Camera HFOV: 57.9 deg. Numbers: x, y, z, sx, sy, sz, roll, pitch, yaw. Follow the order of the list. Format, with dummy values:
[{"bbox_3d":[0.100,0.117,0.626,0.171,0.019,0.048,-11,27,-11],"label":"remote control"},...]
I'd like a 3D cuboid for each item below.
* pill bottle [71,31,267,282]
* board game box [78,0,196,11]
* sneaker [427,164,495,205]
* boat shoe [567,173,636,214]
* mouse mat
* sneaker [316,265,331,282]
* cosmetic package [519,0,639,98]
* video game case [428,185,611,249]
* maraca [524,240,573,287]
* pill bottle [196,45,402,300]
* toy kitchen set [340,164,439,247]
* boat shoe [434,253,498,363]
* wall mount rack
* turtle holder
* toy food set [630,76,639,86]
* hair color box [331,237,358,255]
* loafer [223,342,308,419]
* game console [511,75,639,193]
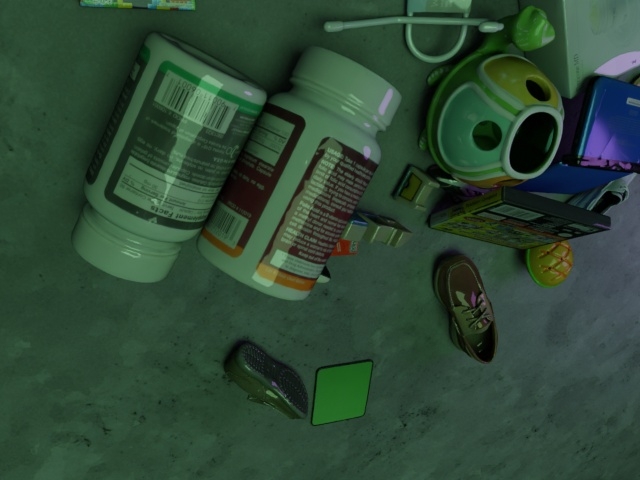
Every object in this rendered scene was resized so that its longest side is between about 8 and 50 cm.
[{"bbox_3d":[-0.252,-0.126,0.935,0.204,0.204,0.360,22,107,-30],"label":"pill bottle"},{"bbox_3d":[-0.275,-0.420,0.861,0.171,0.048,0.140,-5,116,-19],"label":"board game box"},{"bbox_3d":[0.306,-0.105,1.253,0.178,0.072,0.077,13,122,-21],"label":"sneaker"},{"bbox_3d":[0.693,-0.110,1.392,0.227,0.081,0.079,-41,124,-2],"label":"boat shoe"},{"bbox_3d":[0.054,0.383,1.452,0.153,0.007,0.189,-4,119,-20],"label":"mouse mat"},{"bbox_3d":[-0.058,0.065,1.214,0.161,0.057,0.075,19,125,-31],"label":"sneaker"},{"bbox_3d":[0.524,-0.432,1.121,0.225,0.138,0.224,-25,123,-5],"label":"cosmetic package"},{"bbox_3d":[0.413,-0.039,1.228,0.275,0.248,0.035,12,74,-22],"label":"video game case"},{"bbox_3d":[0.551,0.023,1.405,0.127,0.099,0.185,-9,94,-20],"label":"maraca"},{"bbox_3d":[-0.033,-0.114,1.005,0.224,0.224,0.391,25,97,-31],"label":"pill bottle"},{"bbox_3d":[0.111,-0.091,1.175,0.207,0.122,0.166,8,115,-47],"label":"toy kitchen set"},{"bbox_3d":[0.366,0.169,1.394,0.123,0.116,0.324,-30,124,-5],"label":"boat shoe"},{"bbox_3d":[0.160,-0.467,0.966,0.305,0.130,0.349,2,117,3],"label":"wall mount rack"},{"bbox_3d":[0.354,-0.247,1.097,0.244,0.227,0.320,26,105,-30],"label":"turtle holder"},{"bbox_3d":[0.736,-0.341,1.324,0.083,0.020,0.083,-36,124,-1],"label":"toy food set"},{"bbox_3d":[0.000,0.000,1.183,0.141,0.072,0.043,-3,117,-20],"label":"hair color box"},{"bbox_3d":[-0.121,0.326,1.313,0.088,0.094,0.251,-30,118,25],"label":"loafer"},{"bbox_3d":[0.565,-0.209,1.237,0.293,0.173,0.249,-1,106,-36],"label":"game console"}]
